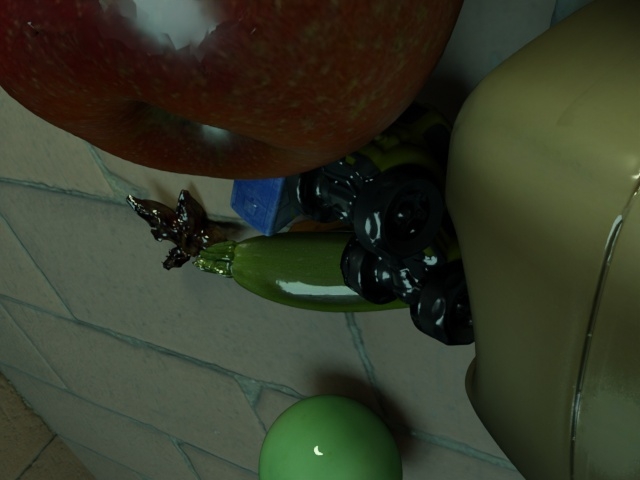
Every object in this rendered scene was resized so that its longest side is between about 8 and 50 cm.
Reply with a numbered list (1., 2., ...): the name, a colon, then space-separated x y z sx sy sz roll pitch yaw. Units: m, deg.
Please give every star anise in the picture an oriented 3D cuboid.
1. star anise: -0.198 -0.016 1.041 0.212 0.053 0.157 1 133 45

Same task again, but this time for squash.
1. squash: 0.014 0.035 0.815 0.340 0.095 0.095 -2 132 19

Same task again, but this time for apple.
1. apple: -0.069 -0.193 0.467 0.348 0.277 0.348 8 174 1

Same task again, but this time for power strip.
1. power strip: 0.000 0.000 0.899 0.178 0.028 0.049 -12 123 50

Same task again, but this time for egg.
1. egg: 0.016 0.359 1.133 0.220 0.220 0.270 21 142 24

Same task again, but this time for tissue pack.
1. tissue pack: 0.252 0.049 0.484 0.277 0.267 0.387 41 155 44

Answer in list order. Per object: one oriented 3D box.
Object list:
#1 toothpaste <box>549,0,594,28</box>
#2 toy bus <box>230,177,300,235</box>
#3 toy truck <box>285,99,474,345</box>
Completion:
1. toothpaste: 0.194 -0.118 0.574 0.067 0.043 0.195 18 147 22
2. toy bus: -0.033 -0.101 0.750 0.079 0.094 0.237 32 146 9
3. toy truck: 0.090 -0.030 0.641 0.147 0.165 0.224 28 159 52
